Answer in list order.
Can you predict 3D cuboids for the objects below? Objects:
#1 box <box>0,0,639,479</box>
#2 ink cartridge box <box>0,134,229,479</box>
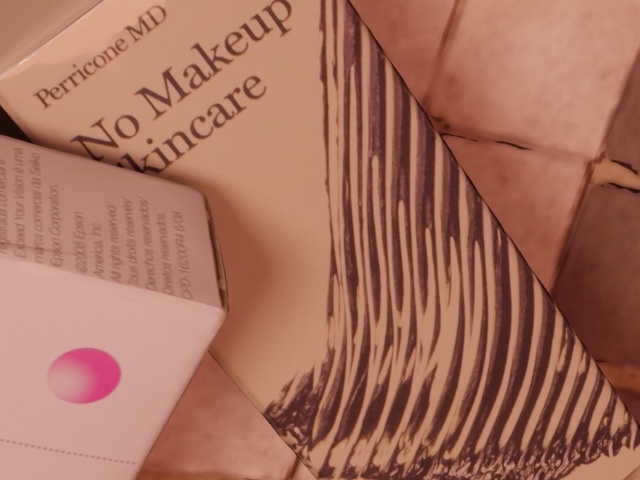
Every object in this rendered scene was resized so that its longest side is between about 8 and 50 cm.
[{"bbox_3d":[0.000,0.000,0.605,0.113,0.094,0.275,-38,119,1],"label":"box"},{"bbox_3d":[-0.241,0.082,0.518,0.330,0.071,0.324,14,125,-23],"label":"ink cartridge box"}]
